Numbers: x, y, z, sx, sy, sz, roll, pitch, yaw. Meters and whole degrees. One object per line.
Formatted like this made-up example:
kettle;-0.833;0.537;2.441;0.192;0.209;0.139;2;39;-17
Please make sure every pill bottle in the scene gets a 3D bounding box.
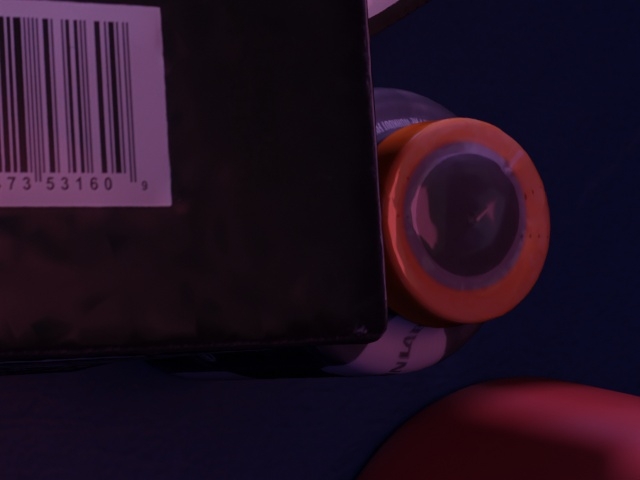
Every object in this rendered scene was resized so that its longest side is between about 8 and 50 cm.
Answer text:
pill bottle;0.000;0.000;0.929;0.130;0.245;0.131;3;85;-31

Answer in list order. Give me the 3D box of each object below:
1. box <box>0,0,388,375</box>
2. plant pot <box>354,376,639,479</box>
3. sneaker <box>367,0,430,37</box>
box;-0.178;-0.033;0.795;0.296;0.294;0.183;0;84;-32
plant pot;0.169;0.201;1.018;0.275;0.243;0.275;3;84;-31
sneaker;0.030;-0.232;1.036;0.295;0.123;0.178;-48;115;-33
